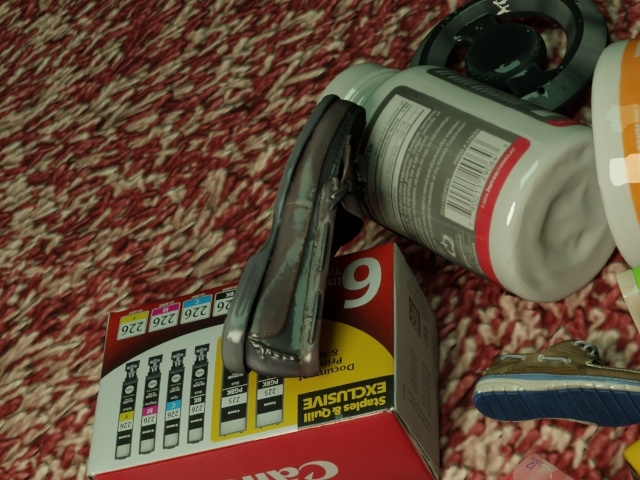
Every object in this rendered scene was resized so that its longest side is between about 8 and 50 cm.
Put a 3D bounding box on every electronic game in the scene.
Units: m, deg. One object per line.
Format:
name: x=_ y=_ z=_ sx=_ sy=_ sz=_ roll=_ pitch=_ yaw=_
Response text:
electronic game: x=0.203 y=-0.197 z=1.939 sx=0.229 sy=0.048 sz=0.229 roll=-15 pitch=44 yaw=16

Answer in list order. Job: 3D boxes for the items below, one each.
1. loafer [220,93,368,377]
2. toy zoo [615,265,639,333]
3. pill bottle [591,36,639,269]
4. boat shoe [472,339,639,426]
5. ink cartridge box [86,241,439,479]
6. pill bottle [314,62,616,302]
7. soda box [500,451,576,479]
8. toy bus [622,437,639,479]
loafer: x=0.000 y=0.000 z=1.661 sx=0.095 sy=0.109 sz=0.302 roll=14 pitch=61 yaw=15
toy zoo: x=0.413 y=0.042 z=1.488 sx=0.293 sy=0.192 sz=0.030 roll=-21 pitch=44 yaw=10
pill bottle: x=0.457 y=-0.099 z=1.571 sx=0.392 sy=0.224 sz=0.224 roll=-8 pitch=47 yaw=24
boat shoe: x=0.227 y=0.124 z=1.612 sx=0.183 sy=0.066 sz=0.066 roll=0 pitch=50 yaw=30
ink cartridge box: x=-0.050 y=0.172 z=1.679 sx=0.309 sy=0.130 sz=0.272 roll=-15 pitch=45 yaw=17
pill bottle: x=0.137 y=-0.073 z=1.766 sx=0.176 sy=0.176 sz=0.318 roll=-46 pitch=44 yaw=-15
soda box: x=0.222 y=0.264 z=1.324 sx=0.092 sy=0.083 sz=0.263 roll=-39 pitch=38 yaw=-16
toy bus: x=0.363 y=0.178 z=1.435 sx=0.333 sy=0.130 sz=0.108 roll=-33 pitch=42 yaw=-2
